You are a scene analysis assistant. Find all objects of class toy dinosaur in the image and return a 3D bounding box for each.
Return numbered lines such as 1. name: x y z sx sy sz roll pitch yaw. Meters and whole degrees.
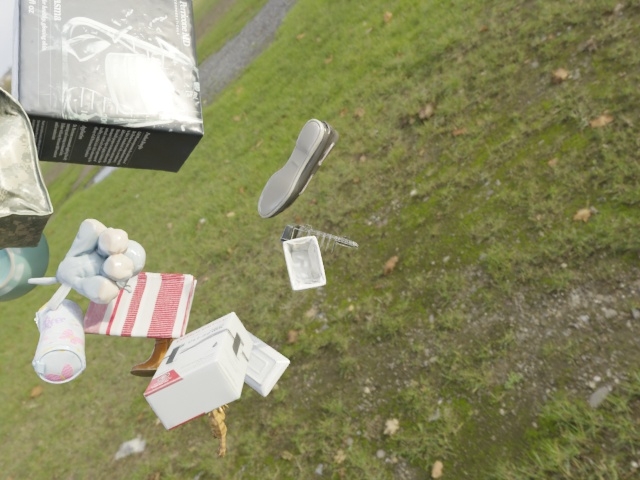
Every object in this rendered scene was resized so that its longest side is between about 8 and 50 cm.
1. toy dinosaur: -0.279 0.473 1.459 0.064 0.211 0.112 -19 13 -7

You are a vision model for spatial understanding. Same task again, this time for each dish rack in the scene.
1. dish rack: 0.000 0.000 1.954 0.208 0.272 0.074 -49 -25 -83

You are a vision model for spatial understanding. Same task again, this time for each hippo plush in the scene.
1. hippo plush: -0.619 0.100 1.599 0.234 0.236 0.294 42 92 21

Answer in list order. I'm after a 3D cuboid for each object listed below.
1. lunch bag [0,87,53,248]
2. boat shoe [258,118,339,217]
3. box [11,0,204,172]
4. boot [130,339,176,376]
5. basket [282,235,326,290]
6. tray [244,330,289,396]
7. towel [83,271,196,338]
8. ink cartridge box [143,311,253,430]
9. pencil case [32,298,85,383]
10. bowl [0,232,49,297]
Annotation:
1. lunch bag: -0.674 -0.141 1.123 0.169 0.287 0.235 -11 -10 -37
2. boat shoe: -0.060 -0.192 1.582 0.335 0.095 0.112 -55 49 21
3. box: -0.627 -0.482 1.595 0.297 0.472 0.479 -29 65 54
4. boot: -0.564 0.386 1.896 0.073 0.197 0.152 117 142 -54
5. basket: -0.056 0.083 1.789 0.113 0.167 0.103 -11 -14 -8
6. tray: -0.248 0.404 1.880 0.270 0.030 0.145 28 75 30
7. towel: -0.593 0.207 1.794 0.329 0.037 0.237 4 55 0
8. ink cartridge box: -0.291 0.313 1.357 0.197 0.114 0.273 -26 14 7
9. pencil case: -0.704 0.264 1.473 0.113 0.124 0.273 -61 34 11
10. bowl: -1.006 0.058 1.651 0.311 0.311 0.163 -47 18 -4
